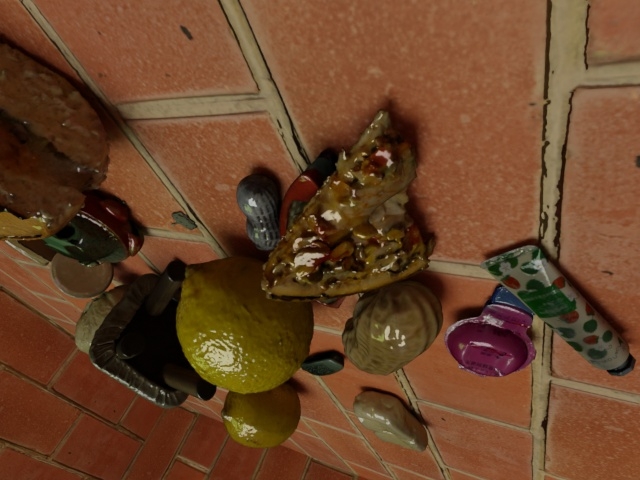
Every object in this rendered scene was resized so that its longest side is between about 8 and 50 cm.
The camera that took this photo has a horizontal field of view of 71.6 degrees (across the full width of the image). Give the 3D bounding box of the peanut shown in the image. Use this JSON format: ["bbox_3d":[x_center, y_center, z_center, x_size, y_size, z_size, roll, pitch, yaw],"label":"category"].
[{"bbox_3d":[0.120,0.171,0.843,0.153,0.140,0.325,45,153,6],"label":"peanut"}]

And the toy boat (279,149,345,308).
[{"bbox_3d":[0.000,0.000,0.733,0.136,0.079,0.392,20,149,14],"label":"toy boat"}]

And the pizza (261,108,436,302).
[{"bbox_3d":[0.080,-0.011,0.606,0.252,0.074,0.287,12,127,-39],"label":"pizza"}]

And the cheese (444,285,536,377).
[{"bbox_3d":[0.302,0.165,0.771,0.155,0.062,0.244,17,134,11],"label":"cheese"}]

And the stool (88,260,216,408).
[{"bbox_3d":[-0.388,0.248,1.183,0.226,0.310,0.310,-25,123,41],"label":"stool"}]

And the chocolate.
[{"bbox_3d":[-0.097,-0.043,0.749,0.072,0.072,0.166,14,144,20],"label":"chocolate"}]

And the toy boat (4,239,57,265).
[{"bbox_3d":[-0.829,-0.021,1.274,0.061,0.116,0.188,-7,138,36],"label":"toy boat"}]

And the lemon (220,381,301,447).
[{"bbox_3d":[-0.215,0.615,1.603,0.310,0.257,0.258,18,157,-34],"label":"lemon"}]

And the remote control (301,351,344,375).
[{"bbox_3d":[0.003,0.362,1.290,0.072,0.042,0.222,34,149,-11],"label":"remote control"}]

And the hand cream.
[{"bbox_3d":[0.359,0.105,0.650,0.276,0.059,0.095,40,144,-12],"label":"hand cream"}]

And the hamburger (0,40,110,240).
[{"bbox_3d":[-0.571,-0.164,0.729,0.446,0.268,0.287,29,147,-12],"label":"hamburger"}]

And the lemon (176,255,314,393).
[{"bbox_3d":[-0.159,0.169,0.921,0.322,0.268,0.268,35,148,-23],"label":"lemon"}]

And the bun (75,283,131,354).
[{"bbox_3d":[-0.647,0.227,1.391,0.152,0.259,0.259,51,145,-4],"label":"bun"}]

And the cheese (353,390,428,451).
[{"bbox_3d":[0.214,0.555,1.373,0.159,0.093,0.263,-13,130,42],"label":"cheese"}]

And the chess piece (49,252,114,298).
[{"bbox_3d":[-0.757,0.115,1.390,0.167,0.166,0.300,39,150,-19],"label":"chess piece"}]

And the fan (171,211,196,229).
[{"bbox_3d":[-0.305,-0.039,0.966,0.083,0.004,0.056,-13,132,46],"label":"fan"}]

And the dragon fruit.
[{"bbox_3d":[-0.572,-0.035,1.062,0.296,0.130,0.268,17,152,15],"label":"dragon fruit"}]
